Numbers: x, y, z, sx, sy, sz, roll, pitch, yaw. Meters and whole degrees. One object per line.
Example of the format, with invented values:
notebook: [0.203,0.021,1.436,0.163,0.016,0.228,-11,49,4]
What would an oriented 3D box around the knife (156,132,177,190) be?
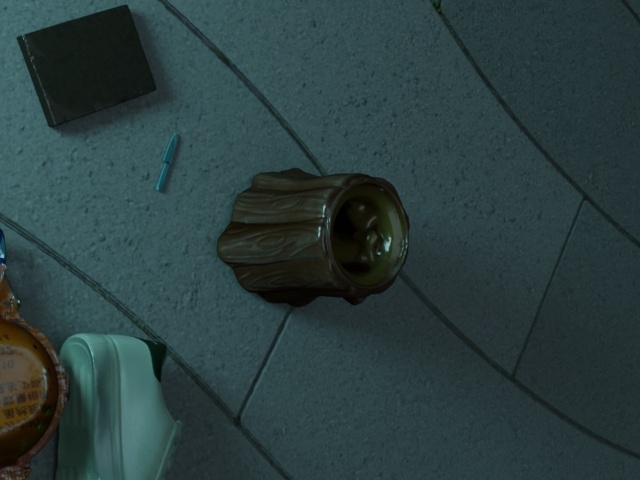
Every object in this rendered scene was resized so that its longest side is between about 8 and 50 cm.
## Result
knife: [-0.222,-0.114,1.685,0.014,0.005,0.091,27,73,-36]

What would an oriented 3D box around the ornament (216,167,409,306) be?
ornament: [0.000,0.000,1.722,0.235,0.217,0.221,-21,103,-38]

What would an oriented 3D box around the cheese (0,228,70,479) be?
cheese: [-0.423,0.142,1.452,0.217,0.129,0.329,-8,82,-35]

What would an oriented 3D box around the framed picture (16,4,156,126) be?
framed picture: [-0.318,-0.242,1.602,0.168,0.023,0.128,-27,105,-35]

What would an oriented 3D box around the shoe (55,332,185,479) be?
shoe: [-0.261,0.303,1.578,0.160,0.132,0.363,-1,86,-43]
